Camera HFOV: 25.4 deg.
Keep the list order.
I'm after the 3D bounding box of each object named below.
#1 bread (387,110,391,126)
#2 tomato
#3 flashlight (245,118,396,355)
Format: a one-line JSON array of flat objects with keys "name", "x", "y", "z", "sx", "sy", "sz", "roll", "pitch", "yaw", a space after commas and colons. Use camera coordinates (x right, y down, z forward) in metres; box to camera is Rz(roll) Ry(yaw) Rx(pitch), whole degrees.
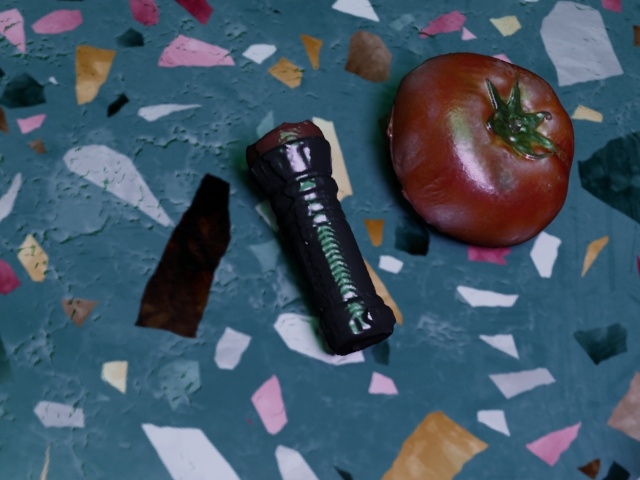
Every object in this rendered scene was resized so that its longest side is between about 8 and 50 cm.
[{"name": "bread", "x": 0.111, "y": -0.117, "z": 1.516, "sx": 0.088, "sy": 0.033, "sz": 0.049, "roll": 6, "pitch": 65, "yaw": -15}, {"name": "tomato", "x": 0.180, "y": -0.106, "z": 1.478, "sx": 0.225, "sy": 0.085, "sz": 0.225, "roll": 8, "pitch": 71, "yaw": -24}, {"name": "flashlight", "x": 0.000, "y": 0.000, "z": 1.392, "sx": 0.093, "sy": 0.093, "sz": 0.232, "roll": -14, "pitch": 74, "yaw": -25}]
